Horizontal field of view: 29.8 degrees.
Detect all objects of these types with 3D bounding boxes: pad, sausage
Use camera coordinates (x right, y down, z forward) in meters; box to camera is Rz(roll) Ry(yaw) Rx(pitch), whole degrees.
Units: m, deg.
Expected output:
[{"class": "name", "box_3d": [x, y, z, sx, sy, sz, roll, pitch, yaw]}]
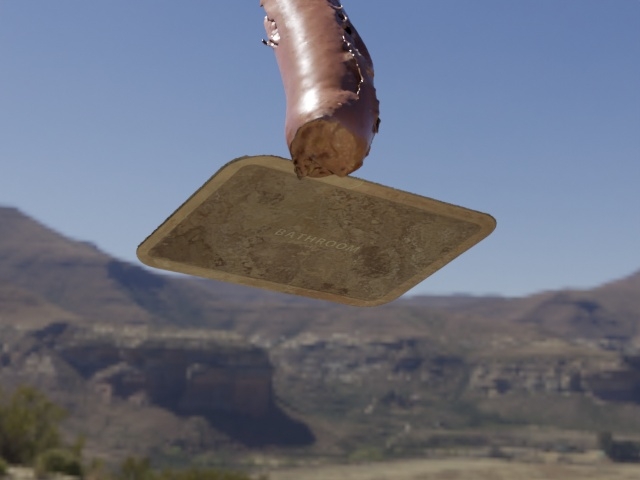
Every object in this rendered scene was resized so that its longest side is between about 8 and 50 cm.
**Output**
[{"class": "pad", "box_3d": [0.000, 0.000, 0.963, 0.266, 0.002, 0.176, 13, -36, -36]}, {"class": "sausage", "box_3d": [-0.007, -0.157, 0.916, 0.078, 0.304, 0.078, -6, -45, -7]}]
